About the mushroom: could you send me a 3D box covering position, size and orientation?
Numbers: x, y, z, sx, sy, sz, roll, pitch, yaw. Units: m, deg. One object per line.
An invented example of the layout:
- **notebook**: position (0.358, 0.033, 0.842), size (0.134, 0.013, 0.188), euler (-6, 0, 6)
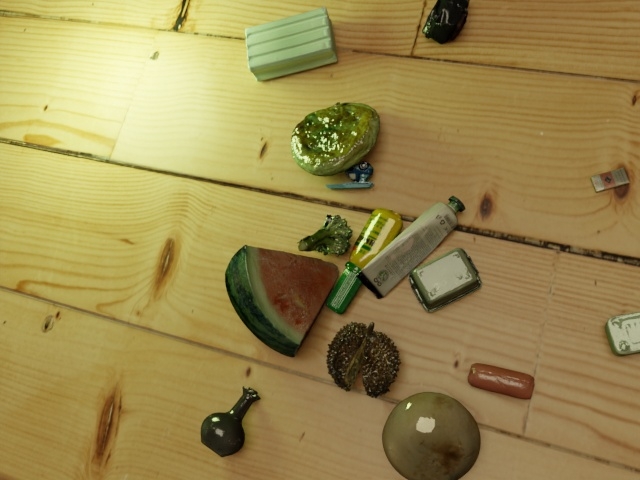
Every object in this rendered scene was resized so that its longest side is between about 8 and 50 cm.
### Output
- **mushroom**: position (0.259, 0.458, 1.435), size (0.226, 0.178, 0.226), euler (3, 106, 12)

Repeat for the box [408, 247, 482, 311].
- **box**: position (0.316, 0.095, 1.562), size (0.172, 0.093, 0.124), euler (-28, 74, 4)

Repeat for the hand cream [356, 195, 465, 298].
- **hand cream**: position (0.243, 0.013, 1.610), size (0.336, 0.121, 0.076), euler (-43, 34, -5)

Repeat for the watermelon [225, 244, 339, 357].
- **watermelon**: position (-0.099, 0.136, 1.582), size (0.292, 0.250, 0.283), euler (-42, 73, 3)

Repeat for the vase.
- **vase**: position (-0.226, 0.463, 1.588), size (0.120, 0.120, 0.183), euler (28, 68, 21)

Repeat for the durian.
- **durian**: position (0.107, 0.287, 1.516), size (0.196, 0.167, 0.196), euler (2, 107, 5)

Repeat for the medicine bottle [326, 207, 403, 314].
- **medicine bottle**: position (0.114, 0.057, 1.638), size (0.309, 0.076, 0.111), euler (-60, 33, -4)

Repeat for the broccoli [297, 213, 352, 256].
- **broccoli**: position (0.001, -0.002, 1.627), size (0.122, 0.204, 0.118), euler (36, 116, 21)

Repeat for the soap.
- **soap**: position (-0.091, -0.603, 1.895), size (0.265, 0.087, 0.159), euler (-12, 71, 11)

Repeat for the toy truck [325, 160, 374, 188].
- **toy truck**: position (0.083, -0.184, 1.737), size (0.136, 0.063, 0.074), euler (0, 89, 19)

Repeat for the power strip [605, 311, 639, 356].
- **power strip**: position (0.865, 0.188, 1.411), size (0.385, 0.062, 0.091), euler (-13, 70, 11)

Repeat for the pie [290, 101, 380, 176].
- **pie**: position (0.041, -0.298, 1.740), size (0.277, 0.078, 0.277), euler (-16, 51, 20)

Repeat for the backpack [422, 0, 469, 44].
- **backpack**: position (0.378, -0.662, 1.782), size (0.106, 0.120, 0.165), euler (30, 82, -1)

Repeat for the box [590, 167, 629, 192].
- **box**: position (0.744, -0.155, 1.578), size (0.083, 0.012, 0.046), euler (-15, 71, 8)

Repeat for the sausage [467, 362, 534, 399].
- **sausage**: position (0.433, 0.337, 1.476), size (0.154, 0.062, 0.062), euler (11, 76, 18)
